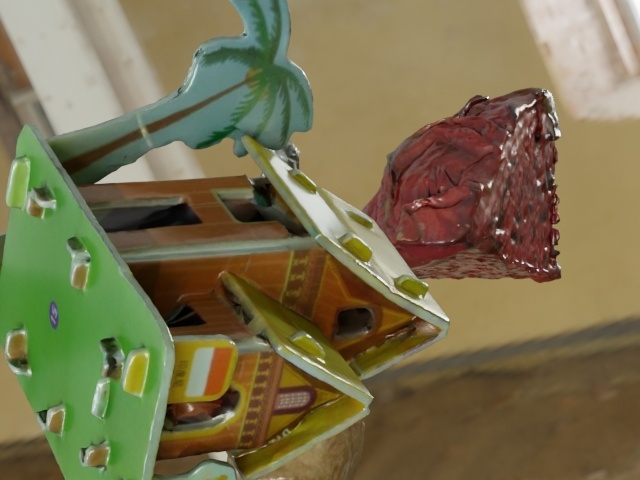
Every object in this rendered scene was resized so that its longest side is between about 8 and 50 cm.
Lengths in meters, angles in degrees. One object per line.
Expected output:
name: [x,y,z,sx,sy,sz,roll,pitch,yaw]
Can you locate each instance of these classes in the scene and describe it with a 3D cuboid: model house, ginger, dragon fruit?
model house: [-0.039,0.006,1.251,0.323,0.340,0.300,-4,-147,-29]
ginger: [-0.040,0.246,1.640,0.130,0.276,0.221,14,-151,10]
dragon fruit: [0.177,-0.034,1.893,0.302,0.240,0.330,-62,175,10]

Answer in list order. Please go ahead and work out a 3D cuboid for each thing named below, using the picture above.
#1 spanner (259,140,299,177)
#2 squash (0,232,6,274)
spanner: [0.000,0.000,2.145,0.093,0.325,0.026,-26,-171,45]
squash: [-0.326,0.052,1.438,0.258,0.069,0.069,-30,-168,-41]
